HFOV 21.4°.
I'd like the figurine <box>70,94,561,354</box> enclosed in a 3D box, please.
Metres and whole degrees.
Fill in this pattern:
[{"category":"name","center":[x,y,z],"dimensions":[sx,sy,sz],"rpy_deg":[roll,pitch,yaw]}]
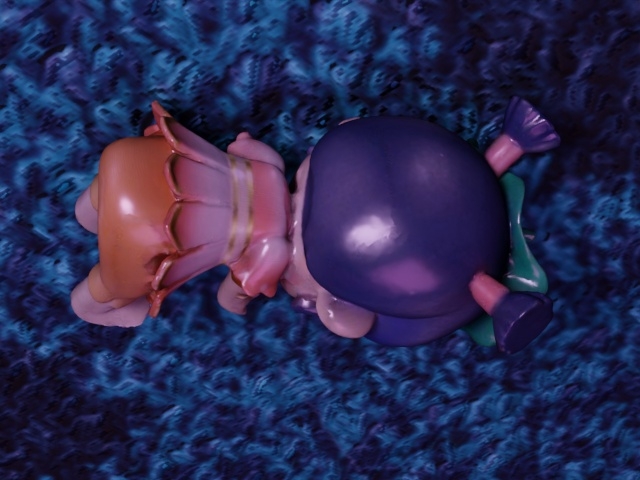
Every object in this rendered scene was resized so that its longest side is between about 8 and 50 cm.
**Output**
[{"category":"figurine","center":[0.000,0.000,0.688],"dimensions":[0.195,0.111,0.102],"rpy_deg":[2,159,-12]}]
